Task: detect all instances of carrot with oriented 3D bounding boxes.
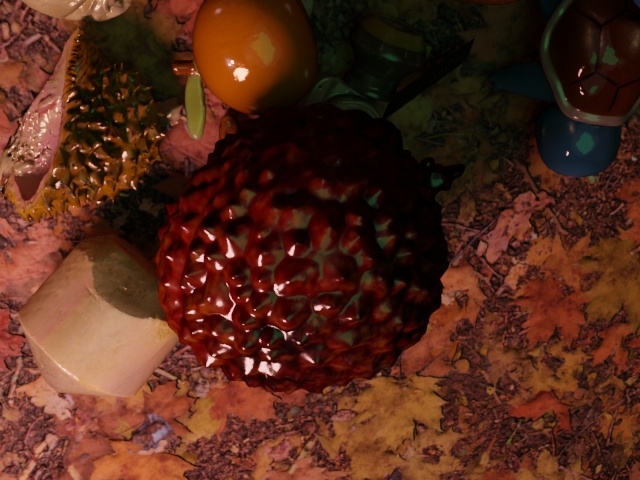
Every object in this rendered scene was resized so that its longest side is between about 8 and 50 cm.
[{"bbox_3d":[-0.151,-0.106,1.473,0.061,0.061,0.209,-2,105,-14],"label":"carrot"}]

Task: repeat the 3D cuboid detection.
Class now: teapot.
[{"bbox_3d":[0.112,-0.292,1.448,0.166,0.130,0.119,-7,130,-46],"label":"teapot"}]

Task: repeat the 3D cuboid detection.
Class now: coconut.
[{"bbox_3d":[-0.343,0.132,1.408,0.239,0.239,0.244,42,89,-23],"label":"coconut"}]

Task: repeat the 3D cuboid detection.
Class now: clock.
[{"bbox_3d":[0.039,-0.177,1.490,0.191,0.062,0.151,25,101,-22],"label":"clock"}]

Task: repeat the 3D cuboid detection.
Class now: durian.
[{"bbox_3d":[-0.340,-0.143,1.364,0.196,0.185,0.305,20,106,-37],"label":"durian"}]

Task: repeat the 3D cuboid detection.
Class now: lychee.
[{"bbox_3d":[0.000,0.000,1.309,0.500,0.424,0.424,-28,114,-21],"label":"lychee"}]

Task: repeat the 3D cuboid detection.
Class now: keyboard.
[{"bbox_3d":[0.178,-0.264,1.467,0.198,0.063,0.010,-38,76,-23],"label":"keyboard"}]

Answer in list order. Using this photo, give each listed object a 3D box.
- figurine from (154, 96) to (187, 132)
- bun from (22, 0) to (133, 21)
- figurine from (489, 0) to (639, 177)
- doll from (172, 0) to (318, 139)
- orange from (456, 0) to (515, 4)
[{"bbox_3d":[-0.249,-0.190,1.423,0.083,0.047,0.050,-18,122,-3],"label":"figurine"},{"bbox_3d":[-0.337,-0.415,1.266,0.229,0.145,0.229,-10,119,-18],"label":"bun"},{"bbox_3d":[0.469,-0.316,1.495,0.298,0.243,0.416,-1,130,-24],"label":"figurine"},{"bbox_3d":[-0.124,-0.280,1.347,0.236,0.213,0.213,-19,113,7],"label":"doll"},{"bbox_3d":[0.265,-0.524,1.295,0.322,0.322,0.357,24,79,-21],"label":"orange"}]
